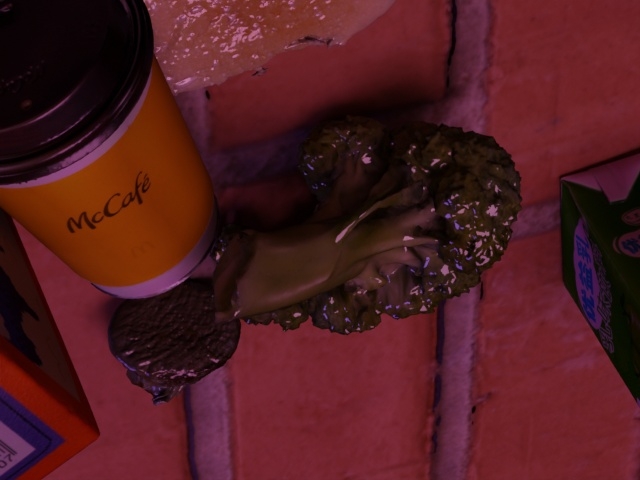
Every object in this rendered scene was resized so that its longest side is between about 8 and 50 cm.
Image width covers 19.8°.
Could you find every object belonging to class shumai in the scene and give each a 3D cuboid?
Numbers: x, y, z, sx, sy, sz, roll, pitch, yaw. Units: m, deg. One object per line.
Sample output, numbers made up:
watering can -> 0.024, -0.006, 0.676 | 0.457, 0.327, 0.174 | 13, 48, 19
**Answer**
shumai -> -0.135, 0.099, 1.664 | 0.124, 0.099, 0.087 | -9, 148, -18

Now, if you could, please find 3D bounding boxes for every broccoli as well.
broccoli -> 0.002, -0.014, 1.580 | 0.302, 0.186, 0.254 | -4, 170, -25

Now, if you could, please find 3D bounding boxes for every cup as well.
cup -> -0.186, -0.077, 1.417 | 0.196, 0.196, 0.280 | -30, 143, -1

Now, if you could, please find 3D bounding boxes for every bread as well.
bread -> -0.052, -0.215, 1.462 | 0.251, 0.039, 0.182 | -21, 135, -10

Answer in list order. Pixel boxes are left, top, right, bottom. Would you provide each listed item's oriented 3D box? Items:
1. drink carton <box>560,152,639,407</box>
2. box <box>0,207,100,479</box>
drink carton -> 0.328, 0.063, 1.737 | 0.108, 0.271, 0.161 | -17, 135, -8
box -> -0.403, 0.080, 1.338 | 0.348, 0.318, 0.257 | -35, 136, 6
